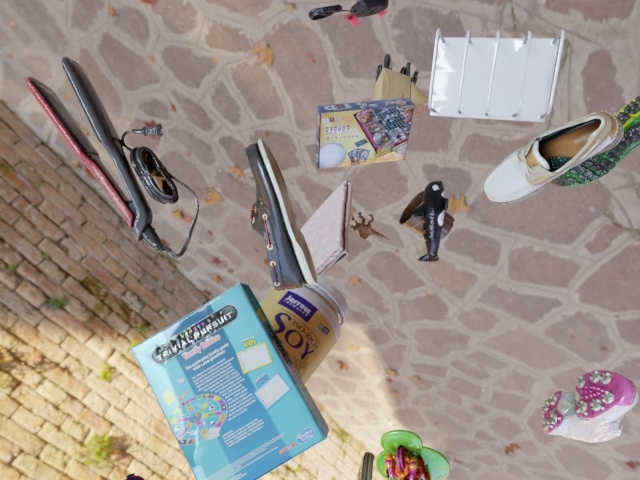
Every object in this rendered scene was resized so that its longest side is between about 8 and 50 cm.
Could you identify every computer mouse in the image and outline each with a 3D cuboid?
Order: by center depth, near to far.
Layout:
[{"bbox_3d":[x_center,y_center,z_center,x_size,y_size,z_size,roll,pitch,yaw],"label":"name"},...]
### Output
[{"bbox_3d":[0.072,-0.585,1.165,0.071,0.242,0.041,-1,108,58],"label":"computer mouse"}]

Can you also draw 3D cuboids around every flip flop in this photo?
[{"bbox_3d":[0.117,0.648,1.112,0.080,0.277,0.112,16,131,0],"label":"flip flop"}]

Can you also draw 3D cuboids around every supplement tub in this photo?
[{"bbox_3d":[-0.094,0.265,1.273,0.241,0.331,0.241,27,145,21],"label":"supplement tub"}]

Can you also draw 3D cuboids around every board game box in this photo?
[{"bbox_3d":[-0.177,0.292,0.922,0.335,0.254,0.079,59,-179,11],"label":"board game box"},{"bbox_3d":[0.110,-0.275,1.207,0.244,0.042,0.165,-8,134,-12],"label":"board game box"}]

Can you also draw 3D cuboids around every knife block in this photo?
[{"bbox_3d":[0.202,-0.467,1.447,0.242,0.276,0.088,52,146,18],"label":"knife block"}]

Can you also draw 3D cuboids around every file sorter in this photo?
[{"bbox_3d":[0.404,-0.388,1.099,0.278,0.173,0.192,8,103,16],"label":"file sorter"}]

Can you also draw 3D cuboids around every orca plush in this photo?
[{"bbox_3d":[0.359,-0.072,1.613,0.102,0.286,0.151,9,-176,-7],"label":"orca plush"}]

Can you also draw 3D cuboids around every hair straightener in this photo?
[{"bbox_3d":[-0.195,-0.086,0.474,0.230,0.089,0.047,57,180,1],"label":"hair straightener"}]

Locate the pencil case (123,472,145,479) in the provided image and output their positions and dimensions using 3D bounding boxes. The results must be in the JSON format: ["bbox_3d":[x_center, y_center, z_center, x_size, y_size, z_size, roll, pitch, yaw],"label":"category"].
[{"bbox_3d":[-0.360,0.443,0.791,0.152,0.064,0.070,-27,154,24],"label":"pencil case"}]

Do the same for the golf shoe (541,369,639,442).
[{"bbox_3d":[0.628,0.381,1.053,0.140,0.115,0.306,22,149,7],"label":"golf shoe"}]

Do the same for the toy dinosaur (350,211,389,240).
[{"bbox_3d":[0.163,-0.047,1.670,0.183,0.092,0.053,13,160,-36],"label":"toy dinosaur"}]

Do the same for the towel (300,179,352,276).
[{"bbox_3d":[0.000,0.000,1.577,0.054,0.316,0.332,26,135,-21],"label":"towel"}]

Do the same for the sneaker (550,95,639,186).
[{"bbox_3d":[0.792,-0.256,1.296,0.344,0.146,0.134,-33,74,13],"label":"sneaker"}]

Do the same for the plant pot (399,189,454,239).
[{"bbox_3d":[0.429,-0.085,1.865,0.165,0.166,0.167,35,139,-8],"label":"plant pot"}]

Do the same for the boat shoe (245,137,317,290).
[{"bbox_3d":[-0.041,-0.019,0.397,0.042,0.049,0.132,-15,105,7],"label":"boat shoe"}]

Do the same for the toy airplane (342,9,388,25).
[{"bbox_3d":[0.132,-0.701,1.417,0.151,0.151,0.028,13,157,16],"label":"toy airplane"}]

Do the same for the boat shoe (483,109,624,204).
[{"bbox_3d":[0.476,-0.178,1.007,0.302,0.103,0.113,-37,66,38],"label":"boat shoe"}]

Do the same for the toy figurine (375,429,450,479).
[{"bbox_3d":[0.146,0.426,0.759,0.130,0.159,0.173,-12,122,17],"label":"toy figurine"}]
